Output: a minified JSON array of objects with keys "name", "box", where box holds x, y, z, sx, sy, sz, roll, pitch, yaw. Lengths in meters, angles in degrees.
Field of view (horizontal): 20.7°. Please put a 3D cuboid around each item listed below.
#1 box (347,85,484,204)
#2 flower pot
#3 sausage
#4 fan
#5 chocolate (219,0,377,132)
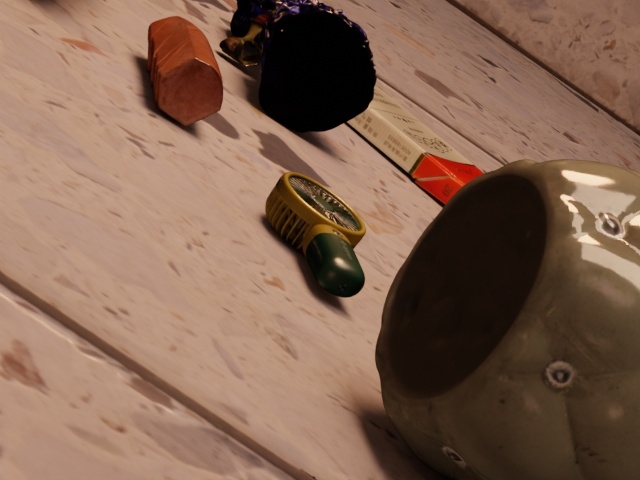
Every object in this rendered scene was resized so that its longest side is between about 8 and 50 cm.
[{"name":"box","box":[0.100,-0.108,1.946,0.245,0.035,0.139,42,15,24]},{"name":"flower pot","box":[0.163,0.069,1.131,0.195,0.246,0.246,28,16,-27]},{"name":"sausage","box":[-0.124,-0.155,1.550,0.065,0.065,0.169,30,15,-20]},{"name":"fan","box":[0.000,0.000,1.372,0.082,0.039,0.155,30,17,-23]},{"name":"chocolate","box":[-0.036,-0.220,1.854,0.148,0.126,0.343,-11,22,-7]}]
